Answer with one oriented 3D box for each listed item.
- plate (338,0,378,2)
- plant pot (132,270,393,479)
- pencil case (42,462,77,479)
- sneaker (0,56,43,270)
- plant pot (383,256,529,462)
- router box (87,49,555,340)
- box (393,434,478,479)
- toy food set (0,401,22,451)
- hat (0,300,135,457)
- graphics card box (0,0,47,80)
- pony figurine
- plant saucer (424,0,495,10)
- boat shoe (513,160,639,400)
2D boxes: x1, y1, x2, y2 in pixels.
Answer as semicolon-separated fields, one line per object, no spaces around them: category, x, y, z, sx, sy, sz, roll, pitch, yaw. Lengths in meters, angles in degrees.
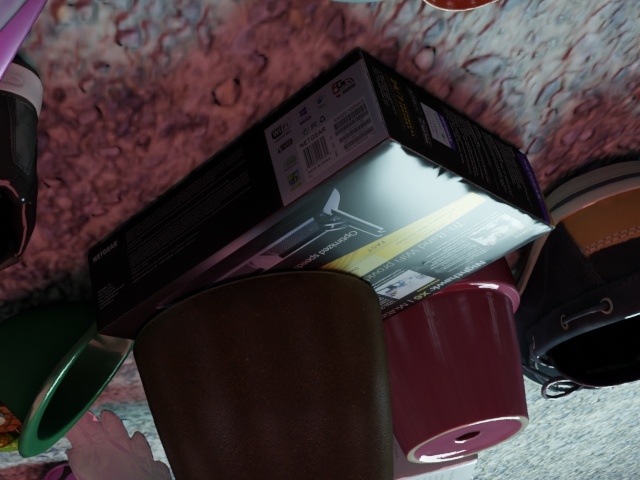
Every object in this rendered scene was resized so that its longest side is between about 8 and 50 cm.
plate;0.039;-0.190;0.470;0.188;0.024;0.188;-9;148;-6
plant pot;-0.027;0.175;0.730;0.216;0.230;0.215;-12;152;-6
pencil case;-0.346;0.383;1.285;0.098;0.095;0.209;24;149;1
sneaker;-0.238;-0.011;0.590;0.078;0.106;0.234;6;146;-34
plant pot;0.126;0.123;0.943;0.202;0.180;0.201;-12;151;-7
router box;0.000;0.000;0.756;0.309;0.081;0.243;-32;148;29
box;0.105;0.220;1.111;0.119;0.181;0.181;-12;152;-3
toy food set;-0.334;0.197;0.999;0.132;0.038;0.192;13;142;-42
hat;-0.287;0.081;0.822;0.208;0.184;0.173;-55;172;-17
graphics card box;-0.250;-0.070;0.320;0.233;0.094;0.370;24;103;-49
pony figurine;-0.108;0.319;1.069;0.303;0.350;0.364;-19;180;45
plant saucer;0.096;-0.174;0.555;0.084;0.013;0.083;-12;153;-6
boat shoe;0.307;0.097;1.016;0.187;0.155;0.500;-16;154;-2
